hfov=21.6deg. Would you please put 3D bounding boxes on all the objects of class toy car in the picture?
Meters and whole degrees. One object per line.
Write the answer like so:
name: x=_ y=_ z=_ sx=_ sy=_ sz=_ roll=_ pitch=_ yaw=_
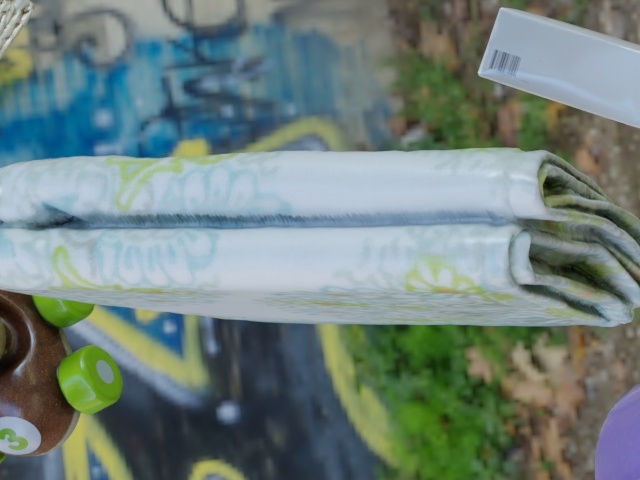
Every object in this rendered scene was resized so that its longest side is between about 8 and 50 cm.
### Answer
toy car: x=-0.279 y=0.096 z=1.306 sx=0.188 sy=0.155 sz=0.149 roll=12 pitch=-127 yaw=-60

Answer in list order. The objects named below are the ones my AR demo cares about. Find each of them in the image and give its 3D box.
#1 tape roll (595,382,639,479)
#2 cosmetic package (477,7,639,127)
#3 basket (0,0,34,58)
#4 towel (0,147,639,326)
tape roll: x=0.294 y=0.172 z=1.190 sx=0.080 sy=0.189 sz=0.189 roll=-43 pitch=51 yaw=53
cosmetic package: x=0.250 y=-0.117 z=1.287 sx=0.099 sy=0.239 sz=0.060 roll=-9 pitch=-63 yaw=-73
basket: x=-0.365 y=-0.208 z=1.594 sx=0.167 sy=0.103 sz=0.113 roll=-3 pitch=50 yaw=53
towel: x=0.000 y=0.000 z=1.038 sx=0.320 sy=0.374 sz=0.090 roll=18 pitch=-107 yaw=-66
